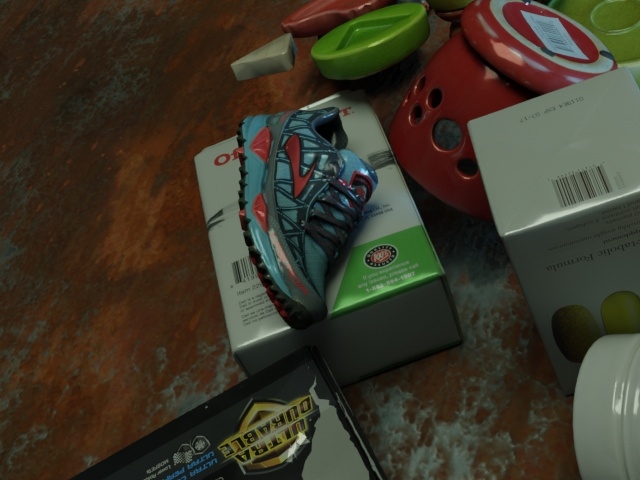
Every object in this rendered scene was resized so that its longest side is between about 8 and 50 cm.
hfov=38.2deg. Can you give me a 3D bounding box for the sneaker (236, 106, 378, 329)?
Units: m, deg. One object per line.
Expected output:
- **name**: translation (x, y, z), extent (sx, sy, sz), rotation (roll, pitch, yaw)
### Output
- **sneaker**: translation (-0.008, -0.039, 0.850), extent (0.125, 0.104, 0.262), rotation (-15, 49, 7)

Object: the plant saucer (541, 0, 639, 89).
- **plant saucer**: translation (0.356, -0.258, 1.106), extent (0.241, 0.037, 0.241), rotation (-12, 47, 13)

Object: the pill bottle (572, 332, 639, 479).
- **pill bottle**: translation (0.358, 0.134, 0.633), extent (0.334, 0.188, 0.188), rotation (-5, 48, 40)

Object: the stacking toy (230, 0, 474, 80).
- **stacking toy**: translation (0.077, -0.219, 1.095), extent (0.309, 0.130, 0.279), rotation (4, 38, 46)

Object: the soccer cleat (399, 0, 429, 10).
- **soccer cleat**: translation (0.189, -0.384, 1.265), extent (0.196, 0.068, 0.076), rotation (-29, 43, 0)

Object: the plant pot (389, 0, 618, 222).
- **plant pot**: translation (0.185, -0.138, 0.926), extent (0.191, 0.174, 0.191), rotation (15, 38, -12)

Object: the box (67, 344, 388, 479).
- **box**: translation (-0.066, 0.278, 0.772), extent (0.295, 0.073, 0.293), rotation (-28, 52, -2)

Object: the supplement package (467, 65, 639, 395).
- **supplement package**: translation (0.232, 0.002, 0.782), extent (0.139, 0.244, 0.134), rotation (-19, 46, 14)

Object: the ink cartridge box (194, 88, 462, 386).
- **ink cartridge box**: translation (0.000, 0.000, 0.968), extent (0.211, 0.121, 0.289), rotation (-21, 47, 5)
